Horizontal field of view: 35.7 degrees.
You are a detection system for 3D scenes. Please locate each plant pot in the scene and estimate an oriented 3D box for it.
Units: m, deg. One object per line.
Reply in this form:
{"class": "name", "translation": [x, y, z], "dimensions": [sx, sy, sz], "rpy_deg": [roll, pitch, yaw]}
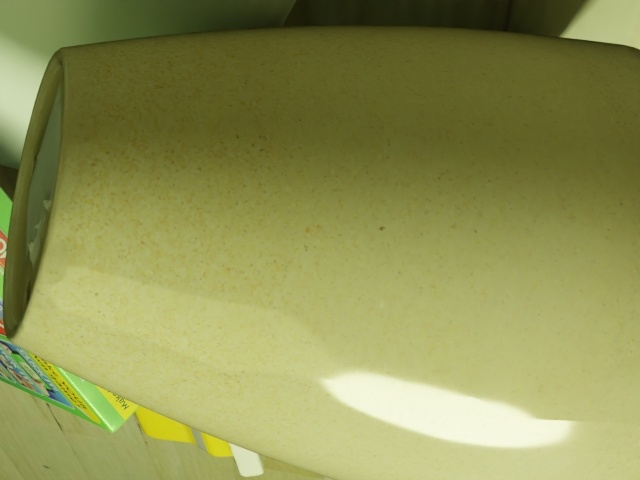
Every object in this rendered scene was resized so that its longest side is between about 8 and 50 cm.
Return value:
{"class": "plant pot", "translation": [0.000, 0.000, 0.476], "dimensions": [0.274, 0.257, 0.256], "rpy_deg": [10, 150, -23]}

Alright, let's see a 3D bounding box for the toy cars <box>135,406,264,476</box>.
{"class": "toy cars", "translation": [0.025, 0.162, 0.806], "dimensions": [0.393, 0.087, 0.176], "rpy_deg": [22, 133, -29]}

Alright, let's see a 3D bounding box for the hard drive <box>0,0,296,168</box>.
{"class": "hard drive", "translation": [-0.140, -0.110, 0.544], "dimensions": [0.203, 0.040, 0.307], "rpy_deg": [13, 158, -14]}

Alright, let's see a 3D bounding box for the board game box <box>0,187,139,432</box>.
{"class": "board game box", "translation": [-0.255, -0.020, 0.632], "dimensions": [0.213, 0.046, 0.317], "rpy_deg": [7, 136, 52]}
